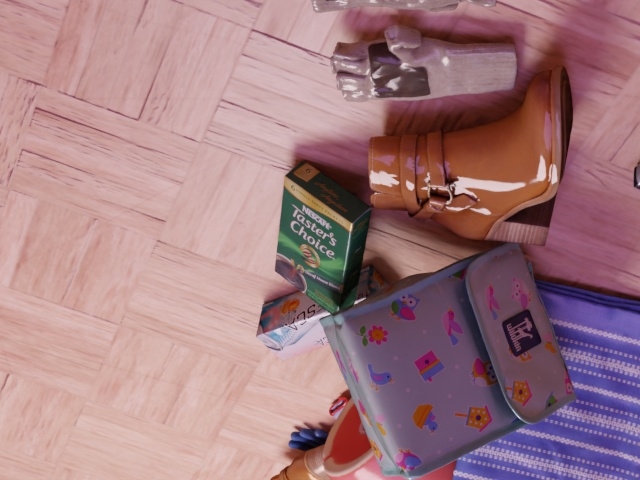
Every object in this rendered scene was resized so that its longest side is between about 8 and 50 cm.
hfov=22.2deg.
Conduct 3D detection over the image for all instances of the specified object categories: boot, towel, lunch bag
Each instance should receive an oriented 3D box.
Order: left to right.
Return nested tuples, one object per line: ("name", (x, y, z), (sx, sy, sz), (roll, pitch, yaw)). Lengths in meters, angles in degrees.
("boot", (0.034, 0.375, 2.393), (0.197, 0.073, 0.152), (43, 131, -15))
("lunch bag", (0.164, 0.140, 1.967), (0.262, 0.223, 0.160), (-21, 179, -11))
("boot", (0.165, -0.104, 1.838), (0.220, 0.109, 0.283), (12, 150, 6))
("towel", (0.310, 0.227, 2.056), (0.243, 0.336, 0.040), (14, -177, -2))

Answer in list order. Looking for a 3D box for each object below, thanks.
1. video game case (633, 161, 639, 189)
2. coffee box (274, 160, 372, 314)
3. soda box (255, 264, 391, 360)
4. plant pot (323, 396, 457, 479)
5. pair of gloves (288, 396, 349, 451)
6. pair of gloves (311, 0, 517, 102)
("video game case", (0.523, -0.104, 1.800), (0.274, 0.035, 0.248), (18, 138, -9))
("coffee box", (0.000, 0.000, 1.993), (0.113, 0.040, 0.184), (37, 145, 21))
("soda box", (0.007, 0.095, 2.123), (0.183, 0.058, 0.063), (-22, 130, 31))
("plant pot", (0.153, 0.304, 2.193), (0.243, 0.275, 0.275), (39, 133, -17))
("pair of gloves", (0.051, 0.291, 2.363), (0.159, 0.023, 0.198), (30, 137, -20))
("pair of gloves", (0.100, -0.233, 1.740), (0.204, 0.042, 0.240), (-6, 143, 11))
